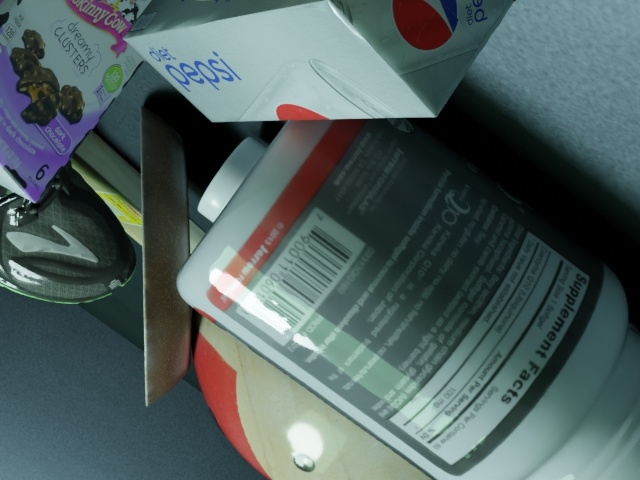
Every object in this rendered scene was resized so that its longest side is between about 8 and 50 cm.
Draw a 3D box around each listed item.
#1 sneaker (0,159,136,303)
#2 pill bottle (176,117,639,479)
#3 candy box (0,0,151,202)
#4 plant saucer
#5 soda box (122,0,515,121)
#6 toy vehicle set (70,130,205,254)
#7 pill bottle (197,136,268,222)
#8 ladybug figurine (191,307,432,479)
[{"bbox_3d":[-0.378,-0.105,1.378,0.202,0.185,0.483,3,138,54],"label":"sneaker"},{"bbox_3d":[0.093,0.058,0.908,0.363,0.210,0.210,36,164,-5],"label":"pill bottle"},{"bbox_3d":[-0.220,-0.155,0.945,0.070,0.196,0.165,27,163,24],"label":"candy box"},{"bbox_3d":[-0.163,0.015,1.264,0.050,0.310,0.310,-2,166,-8],"label":"plant saucer"},{"bbox_3d":[-0.015,-0.139,0.772,0.098,0.091,0.286,43,162,-27],"label":"soda box"},{"bbox_3d":[-0.254,-0.052,1.608,0.267,0.035,0.166,44,162,-30],"label":"toy vehicle set"},{"bbox_3d":[0.000,0.000,1.096,0.215,0.117,0.117,35,164,1],"label":"pill bottle"},{"bbox_3d":[-0.003,0.149,1.267,0.305,0.162,0.449,23,-173,-15],"label":"ladybug figurine"}]
